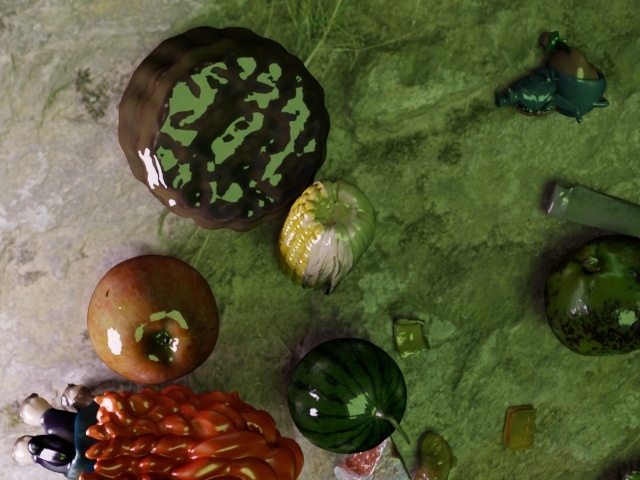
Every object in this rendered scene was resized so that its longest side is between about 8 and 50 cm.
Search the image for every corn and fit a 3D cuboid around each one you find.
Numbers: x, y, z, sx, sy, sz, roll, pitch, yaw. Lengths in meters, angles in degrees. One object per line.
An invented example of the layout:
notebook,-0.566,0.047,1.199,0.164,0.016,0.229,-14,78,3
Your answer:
corn,0.005,0.000,1.324,0.123,0.305,0.122,44,75,3

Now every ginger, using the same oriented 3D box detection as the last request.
ginger,0.176,0.491,1.663,0.118,0.065,0.298,9,105,-38

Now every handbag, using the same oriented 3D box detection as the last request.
handbag,0.379,0.355,1.722,0.061,0.027,0.083,-1,106,-20

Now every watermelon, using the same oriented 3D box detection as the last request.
watermelon,0.047,0.249,1.448,0.188,0.215,0.187,-4,100,-25
watermelon,0.115,0.364,1.584,0.121,0.098,0.158,15,97,-26

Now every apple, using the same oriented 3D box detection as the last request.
apple,-0.239,0.115,1.314,0.188,0.174,0.188,-6,108,-18

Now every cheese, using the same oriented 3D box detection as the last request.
cheese,0.156,0.155,1.559,0.060,0.041,0.084,-14,127,-10

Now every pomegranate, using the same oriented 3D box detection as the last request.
pomegranate,0.511,0.100,1.622,0.222,0.276,0.203,-28,79,14

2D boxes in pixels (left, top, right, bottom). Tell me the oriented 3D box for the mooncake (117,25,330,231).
mooncake,-0.128,-0.153,1.278,0.291,0.161,0.290,-7,111,-19

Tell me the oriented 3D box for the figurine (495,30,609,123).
figurine,0.379,-0.264,1.481,0.178,0.114,0.144,-12,110,-9

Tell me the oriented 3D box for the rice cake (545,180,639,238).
rice cake,0.554,-0.039,1.647,0.365,0.056,0.072,14,106,-25

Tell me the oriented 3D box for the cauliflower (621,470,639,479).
cauliflower,0.679,0.584,1.794,0.272,0.250,0.275,2,102,-24

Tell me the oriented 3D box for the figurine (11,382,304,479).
figurine,-0.233,0.299,1.261,0.306,0.412,0.241,28,75,-38
